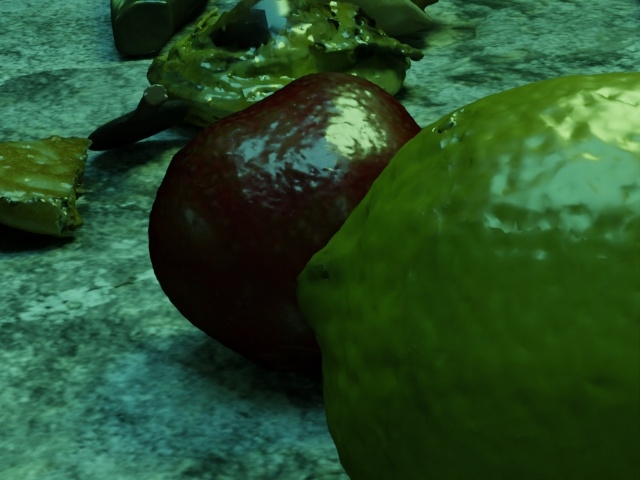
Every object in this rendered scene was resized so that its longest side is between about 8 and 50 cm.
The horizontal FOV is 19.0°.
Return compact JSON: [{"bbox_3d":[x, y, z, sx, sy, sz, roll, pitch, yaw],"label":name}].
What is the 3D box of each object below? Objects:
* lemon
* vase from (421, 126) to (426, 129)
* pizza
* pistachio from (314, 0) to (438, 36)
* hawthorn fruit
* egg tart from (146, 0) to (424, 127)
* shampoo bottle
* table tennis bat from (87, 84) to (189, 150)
[{"bbox_3d":[0.164,0.059,1.078,0.336,0.336,0.336,-5,22,2],"label":"lemon"},{"bbox_3d":[0.021,-0.075,1.755,0.167,0.059,0.059,-1,23,13],"label":"vase"},{"bbox_3d":[-0.272,-0.053,1.773,0.188,0.062,0.199,21,25,24],"label":"pizza"},{"bbox_3d":[0.029,-0.340,2.213,0.309,0.230,0.230,22,34,40],"label":"pistachio"},{"bbox_3d":[0.000,0.000,1.393,0.230,0.210,0.266,-15,29,-16],"label":"hawthorn fruit"},{"bbox_3d":[-0.039,-0.199,1.996,0.297,0.132,0.297,-2,17,0],"label":"egg tart"},{"bbox_3d":[-0.194,-0.311,2.344,0.126,0.084,0.350,-1,23,5],"label":"shampoo bottle"},{"bbox_3d":[-0.154,-0.072,1.849,0.107,0.119,0.170,-21,-6,-17],"label":"table tennis bat"}]
